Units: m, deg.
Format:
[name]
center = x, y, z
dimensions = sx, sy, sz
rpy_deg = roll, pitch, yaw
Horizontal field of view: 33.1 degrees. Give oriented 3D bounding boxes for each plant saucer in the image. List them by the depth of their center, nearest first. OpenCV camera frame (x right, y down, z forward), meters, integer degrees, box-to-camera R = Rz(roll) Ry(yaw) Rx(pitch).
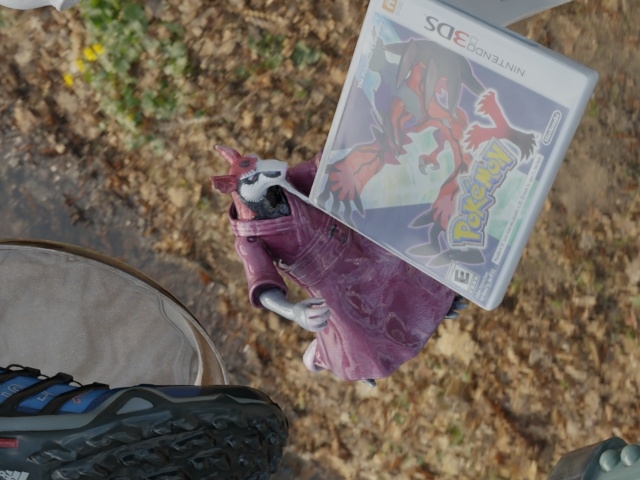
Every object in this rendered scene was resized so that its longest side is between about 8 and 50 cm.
[plant saucer]
center = -0.229, 0.103, 0.911
dimensions = 0.310, 0.050, 0.311
rpy_deg = 1, 133, 1

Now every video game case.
[video game case]
center = 0.091, -0.074, 0.819
dimensions = 0.183, 0.023, 0.201
rpy_deg = 32, 122, 24

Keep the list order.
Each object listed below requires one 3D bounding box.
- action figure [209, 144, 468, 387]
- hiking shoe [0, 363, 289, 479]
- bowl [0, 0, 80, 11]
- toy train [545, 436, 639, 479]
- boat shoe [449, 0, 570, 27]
[action figure]
center = 0.000, 0.000, 1.330
dimensions = 0.370, 0.248, 0.275
rpy_deg = 41, 163, -23
[hiking shoe]
center = -0.170, 0.120, 0.697
dimensions = 0.304, 0.132, 0.113
rpy_deg = -3, 124, -24
[bowl]
center = -0.361, -0.419, 1.513
dimensions = 0.134, 0.298, 0.298
rpy_deg = 46, 122, -9
[toy train]
center = 0.377, 0.285, 1.123
dimensions = 0.190, 0.142, 0.334
rpy_deg = 44, 150, -2
[boat shoe]
center = 0.220, -0.357, 1.562
dimensions = 0.340, 0.158, 0.127
rpy_deg = -15, 105, -11
